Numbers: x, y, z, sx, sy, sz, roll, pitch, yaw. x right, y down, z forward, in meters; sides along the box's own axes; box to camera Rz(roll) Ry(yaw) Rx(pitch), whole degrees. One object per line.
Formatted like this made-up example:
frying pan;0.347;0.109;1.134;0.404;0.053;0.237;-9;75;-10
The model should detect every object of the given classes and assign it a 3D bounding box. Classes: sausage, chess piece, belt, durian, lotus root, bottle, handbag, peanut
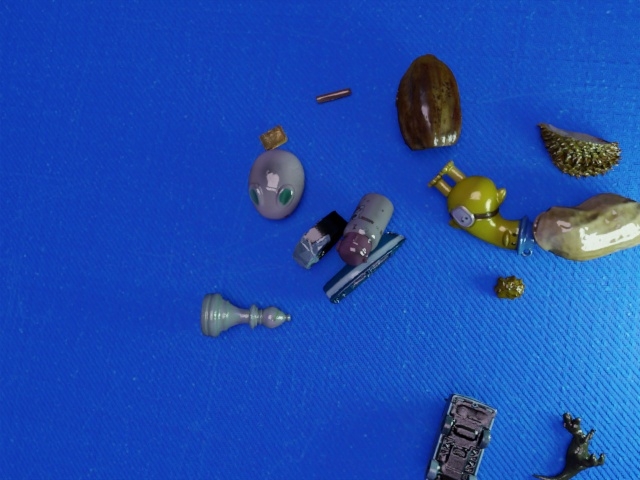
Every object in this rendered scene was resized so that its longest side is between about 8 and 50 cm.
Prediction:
sausage;0.043;-0.470;1.649;0.116;0.026;0.026;-13;83;8
chess piece;-0.229;0.236;1.595;0.272;0.139;0.138;2;85;-2
belt;0.000;0.000;1.548;0.078;0.151;0.198;44;86;9
durian;0.749;-0.273;1.474;0.252;0.144;0.139;12;65;16
lotus root;0.318;-0.408;1.531;0.194;0.193;0.290;-5;87;9
bottle;0.128;-0.028;1.499;0.110;0.109;0.233;23;56;11
handbag;-0.156;-0.336;1.670;0.083;0.027;0.061;-26;82;8
peanut;0.747;-0.030;1.396;0.340;0.174;0.158;-19;47;-6

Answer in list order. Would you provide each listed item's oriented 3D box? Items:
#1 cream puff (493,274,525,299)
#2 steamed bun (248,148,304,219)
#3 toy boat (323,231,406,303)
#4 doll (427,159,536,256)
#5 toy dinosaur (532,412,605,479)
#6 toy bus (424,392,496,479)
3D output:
cream puff;0.552;0.138;1.488;0.083;0.058;0.083;32;93;9
steamed bun;-0.143;-0.180;1.602;0.177;0.131;0.227;6;84;9
toy boat;0.133;0.076;1.551;0.299;0.096;0.061;-41;70;1
doll;0.480;-0.078;1.495;0.363;0.145;0.199;42;133;2
toy dinosaur;0.696;0.588;1.445;0.179;0.087;0.187;-18;62;44
toy bus;0.383;0.565;1.424;0.133;0.165;0.271;18;88;10
